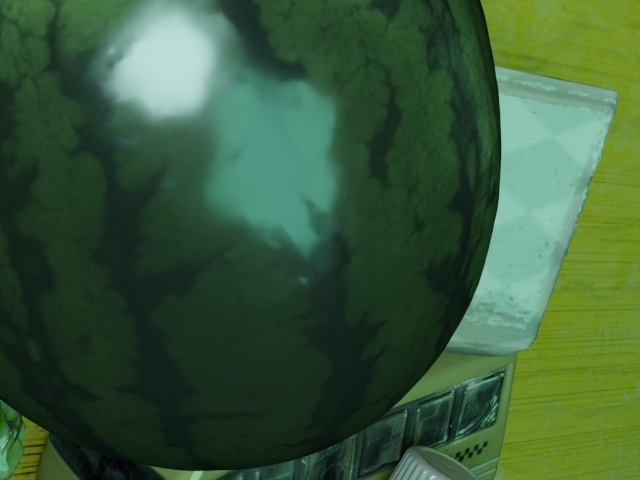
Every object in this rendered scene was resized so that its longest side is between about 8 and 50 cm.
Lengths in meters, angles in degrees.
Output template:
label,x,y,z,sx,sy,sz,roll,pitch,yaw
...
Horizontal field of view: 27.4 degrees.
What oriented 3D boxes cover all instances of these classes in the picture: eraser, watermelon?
label,x,y,z,sx,sy,sz,roll,pitch,yaw
eraser,-0.036,-0.034,0.793,0.396,0.082,0.213,9,108,-21
watermelon,-0.057,-0.047,0.577,0.279,0.279,0.359,-33,133,-20

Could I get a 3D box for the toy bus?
label,x,y,z,sx,sy,sz,roll,pitch,yaw
toy bus,-0.027,0.146,1.003,0.365,0.177,0.202,-15,127,-40

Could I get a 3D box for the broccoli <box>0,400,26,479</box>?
label,x,y,z,sx,sy,sz,roll,pitch,yaw
broccoli,-0.243,0.098,0.788,0.145,0.162,0.138,-32,121,24

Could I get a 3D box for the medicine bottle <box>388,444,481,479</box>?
label,x,y,z,sx,sy,sz,roll,pitch,yaw
medicine bottle,0.044,0.248,0.944,0.083,0.083,0.203,19,102,-49
